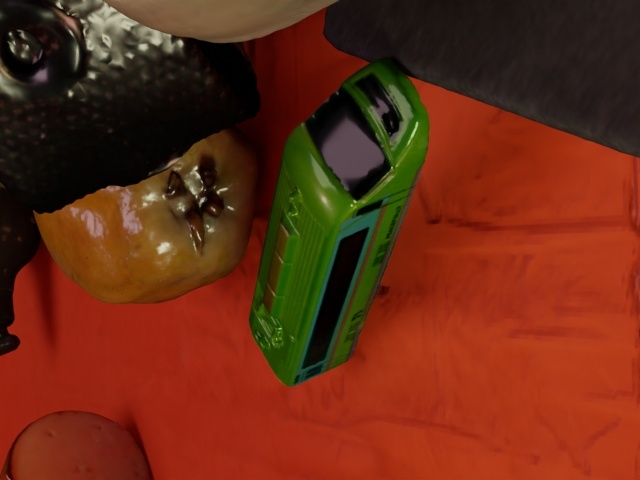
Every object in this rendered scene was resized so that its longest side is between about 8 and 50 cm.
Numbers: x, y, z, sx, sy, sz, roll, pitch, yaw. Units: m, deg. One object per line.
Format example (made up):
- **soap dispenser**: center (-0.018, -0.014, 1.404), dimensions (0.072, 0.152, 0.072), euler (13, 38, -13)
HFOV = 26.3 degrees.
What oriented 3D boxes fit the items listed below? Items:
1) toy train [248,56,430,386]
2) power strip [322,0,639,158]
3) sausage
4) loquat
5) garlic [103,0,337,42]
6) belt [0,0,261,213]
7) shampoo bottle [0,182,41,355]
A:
- **toy train**: center (0.000, 0.000, 0.565), dimensions (0.044, 0.042, 0.209), euler (57, 159, 21)
- **power strip**: center (0.087, -0.093, 0.451), dimensions (0.256, 0.070, 0.105), euler (31, 114, 55)
- **sausage**: center (-0.207, 0.239, 0.969), dimensions (0.312, 0.093, 0.093), euler (-60, 42, 44)
- **loquat**: center (-0.093, -0.028, 0.733), dimensions (0.137, 0.113, 0.137), euler (-7, 80, 47)
- **garlic**: center (-0.001, -0.189, 0.457), dimensions (0.292, 0.237, 0.210), euler (-12, 103, 44)
- **belt**: center (-0.150, -0.155, 0.617), dimensions (0.289, 0.164, 0.184), euler (63, -167, -16)
- **shampoo bottle**: center (-0.270, -0.048, 1.054), dimensions (0.101, 0.101, 0.284), euler (-30, 66, 57)
